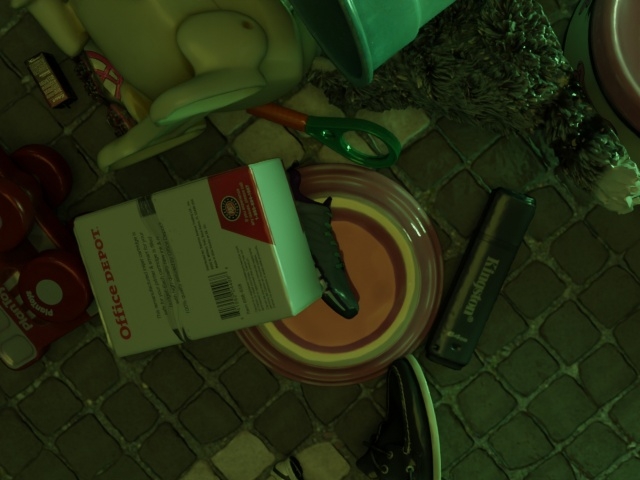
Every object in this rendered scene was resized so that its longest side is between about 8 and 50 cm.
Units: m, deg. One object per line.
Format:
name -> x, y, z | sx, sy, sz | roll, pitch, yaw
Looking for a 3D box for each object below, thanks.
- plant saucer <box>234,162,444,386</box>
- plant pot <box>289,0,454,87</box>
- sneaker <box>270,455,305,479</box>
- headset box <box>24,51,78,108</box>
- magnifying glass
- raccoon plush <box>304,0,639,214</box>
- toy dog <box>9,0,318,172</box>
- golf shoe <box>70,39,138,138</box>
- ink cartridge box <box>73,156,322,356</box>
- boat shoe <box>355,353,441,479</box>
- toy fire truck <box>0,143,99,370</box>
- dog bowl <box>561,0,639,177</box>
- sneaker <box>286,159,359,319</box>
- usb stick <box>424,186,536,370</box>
plant saucer -> 0.016, 0.054, 1.510 | 0.332, 0.084, 0.332 | 0, 96, 0
plant pot -> 0.101, -0.410, 1.213 | 0.334, 0.341, 0.341 | -33, 96, -3
sneaker -> -0.038, 0.378, 1.572 | 0.044, 0.040, 0.109 | -24, 93, 19
headset box -> -0.381, -0.223, 1.486 | 0.032, 0.062, 0.083 | -30, 95, 3
magnifying glass -> 0.004, -0.160, 1.495 | 0.231, 0.092, 0.026 | 18, 64, 6
raccoon plush -> 0.176, -0.174, 1.359 | 0.299, 0.216, 0.446 | -31, 57, 6
toy dog -> -0.200, -0.354, 1.362 | 0.395, 0.284, 0.408 | -26, 92, -24
golf shoe -> -0.289, -0.226, 1.493 | 0.086, 0.067, 0.186 | -36, 97, -22
ink cartridge box -> -0.162, 0.023, 1.372 | 0.273, 0.114, 0.197 | -15, 95, 22
boat shoe -> 0.108, 0.336, 1.521 | 0.113, 0.127, 0.340 | -7, 107, -10
toy fire truck -> -0.440, 0.021, 1.464 | 0.254, 0.169, 0.302 | -31, 106, 22
dog bowl -> 0.534, -0.256, 1.381 | 0.408, 0.150, 0.408 | -1, 77, 6
sneaker -> 0.000, 0.000, 1.423 | 0.098, 0.083, 0.223 | -38, 94, -1
usb stick -> 0.233, 0.055, 1.526 | 0.077, 0.045, 0.278 | 20, 97, -22
